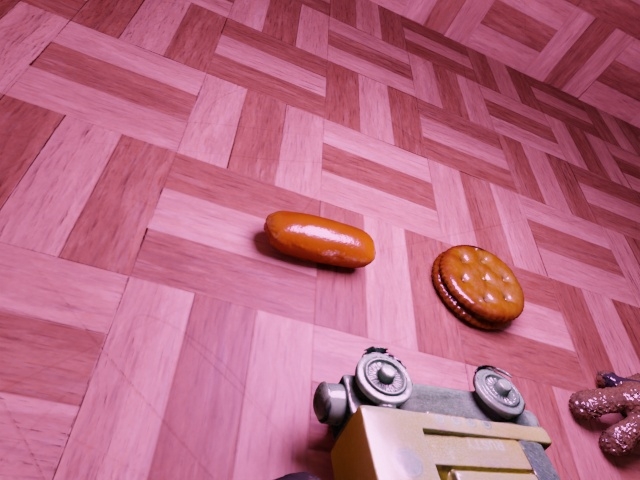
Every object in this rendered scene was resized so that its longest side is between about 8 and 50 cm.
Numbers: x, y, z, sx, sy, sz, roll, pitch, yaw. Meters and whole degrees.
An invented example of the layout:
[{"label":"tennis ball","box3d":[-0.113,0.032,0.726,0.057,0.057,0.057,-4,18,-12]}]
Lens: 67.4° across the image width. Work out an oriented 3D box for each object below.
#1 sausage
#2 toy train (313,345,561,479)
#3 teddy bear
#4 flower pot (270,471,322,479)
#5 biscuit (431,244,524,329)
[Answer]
[{"label":"sausage","box3d":[0.000,0.000,0.964,0.238,0.098,0.098,14,47,-21]},{"label":"toy train","box3d":[0.183,0.312,0.710,0.397,0.160,0.253,13,31,-18]},{"label":"teddy bear","box3d":[0.659,0.348,1.001,0.251,0.129,0.182,-10,60,-35]},{"label":"flower pot","box3d":[-0.042,0.362,0.587,0.106,0.157,0.157,-1,52,-47]},{"label":"biscuit","box3d":[0.359,0.099,1.096,0.220,0.066,0.220,16,45,-17]}]
